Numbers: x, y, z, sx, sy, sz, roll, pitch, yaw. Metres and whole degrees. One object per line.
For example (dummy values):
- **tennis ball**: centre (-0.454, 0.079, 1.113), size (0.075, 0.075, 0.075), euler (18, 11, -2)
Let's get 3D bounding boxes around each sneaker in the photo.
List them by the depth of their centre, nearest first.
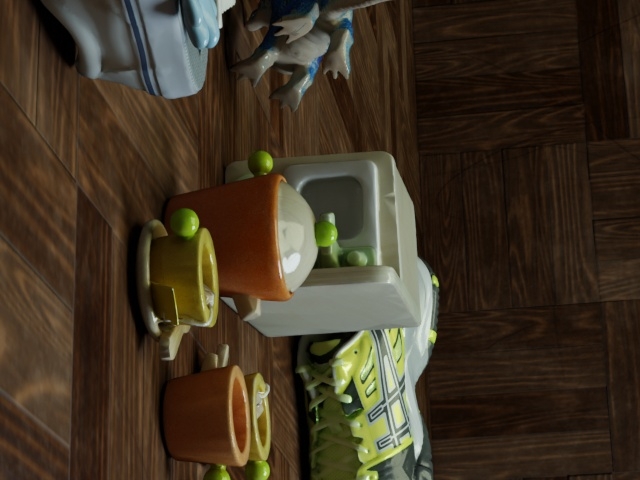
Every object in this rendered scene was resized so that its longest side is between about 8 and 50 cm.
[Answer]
- **sneaker**: centre (-0.125, -0.168, 1.018), size (0.258, 0.091, 0.094), euler (83, 9, -53)
- **sneaker**: centre (0.027, 0.178, 1.890), size (0.147, 0.145, 0.385), euler (25, 59, -45)

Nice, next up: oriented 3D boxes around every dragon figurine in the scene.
- **dragon figurine**: centre (0.001, -0.211, 1.627), size (0.289, 0.085, 0.144), euler (-38, -154, 54)

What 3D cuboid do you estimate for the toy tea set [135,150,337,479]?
- **toy tea set**: centre (-0.042, 0.105, 1.334), size (0.200, 0.124, 0.336), euler (-78, 161, -64)

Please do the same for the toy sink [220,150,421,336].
- **toy sink**: centre (0.000, 0.000, 1.600), size (0.234, 0.153, 0.131), euler (49, 37, -75)

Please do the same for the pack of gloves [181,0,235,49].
- **pack of gloves**: centre (-0.052, -0.233, 1.056), size (0.195, 0.046, 0.232), euler (-73, 162, -70)
